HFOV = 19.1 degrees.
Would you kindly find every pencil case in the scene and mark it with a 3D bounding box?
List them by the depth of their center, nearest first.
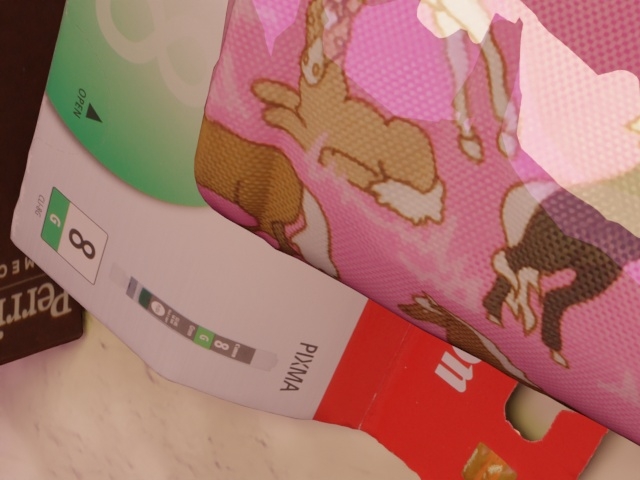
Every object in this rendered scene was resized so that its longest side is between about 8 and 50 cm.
[{"bbox_3d":[0.163,-0.001,0.442,0.386,0.160,0.167,28,97,18],"label":"pencil case"}]

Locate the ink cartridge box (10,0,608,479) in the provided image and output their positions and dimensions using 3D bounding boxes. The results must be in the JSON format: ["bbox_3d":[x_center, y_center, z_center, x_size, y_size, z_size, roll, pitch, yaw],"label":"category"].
[{"bbox_3d":[0.000,0.000,0.639,0.224,0.056,0.181,42,138,18],"label":"ink cartridge box"}]

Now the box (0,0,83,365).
[{"bbox_3d":[-0.189,-0.132,0.692,0.143,0.191,0.381,19,113,33],"label":"box"}]
